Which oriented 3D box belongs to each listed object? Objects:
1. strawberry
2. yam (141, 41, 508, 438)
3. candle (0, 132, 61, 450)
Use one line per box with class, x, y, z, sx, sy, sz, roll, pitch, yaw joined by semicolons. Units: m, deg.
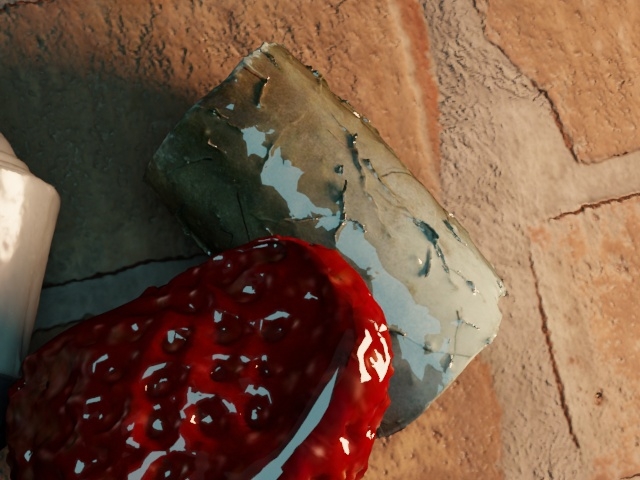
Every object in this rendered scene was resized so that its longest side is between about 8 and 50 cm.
strawberry;-0.079;0.156;1.141;0.345;0.317;0.295;-45;129;2
yam;0.000;0.000;1.301;0.241;0.241;0.348;-39;90;-13
candle;-0.354;0.025;1.231;0.221;0.221;0.343;13;79;-12
